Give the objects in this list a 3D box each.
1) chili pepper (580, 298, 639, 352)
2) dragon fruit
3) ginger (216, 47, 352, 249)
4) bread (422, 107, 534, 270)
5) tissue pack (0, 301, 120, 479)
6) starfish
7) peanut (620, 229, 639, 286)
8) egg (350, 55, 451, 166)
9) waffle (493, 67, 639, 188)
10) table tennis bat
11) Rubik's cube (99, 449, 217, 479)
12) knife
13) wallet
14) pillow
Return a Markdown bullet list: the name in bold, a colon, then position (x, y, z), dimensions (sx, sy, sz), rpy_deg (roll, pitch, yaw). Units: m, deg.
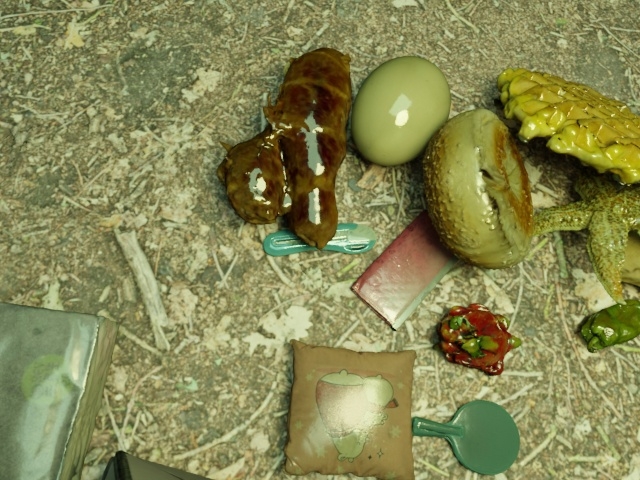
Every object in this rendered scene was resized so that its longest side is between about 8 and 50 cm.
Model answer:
- **chili pepper**: position (0.545, 0.165, 0.937), dimensions (0.203, 0.073, 0.072), rpy_deg (-16, 55, -22)
- **dragon fruit**: position (0.276, 0.181, 0.895), dimensions (0.142, 0.175, 0.138), rpy_deg (-33, 64, 16)
- **ginger**: position (-0.059, -0.202, 0.952), dimensions (0.254, 0.176, 0.419), rpy_deg (13, 75, -4)
- **bread**: position (0.285, -0.092, 0.909), dimensions (0.158, 0.305, 0.306), rpy_deg (-13, 68, 32)
- **tissue pack**: position (-0.558, 0.237, 0.783), dimensions (0.394, 0.124, 0.288), rpy_deg (9, 70, -2)
- **starfish**: position (0.558, -0.046, 0.914), dimensions (0.347, 0.078, 0.358), rpy_deg (-35, 36, -20)
- **peanut**: position (0.711, 0.059, 0.939), dimensions (0.340, 0.174, 0.158), rpy_deg (41, 49, 9)
- **egg**: position (0.156, -0.253, 0.980), dimensions (0.186, 0.186, 0.242), rpy_deg (33, 71, 6)
- **waffle**: position (0.521, -0.216, 0.949), dimensions (0.379, 0.095, 0.382), rpy_deg (18, 35, -9)
- **table tennis bat**: position (0.255, 0.340, 0.872), dimensions (0.201, 0.033, 0.124), rpy_deg (10, 69, -4)
- **Rubik's cube**: position (-0.200, 0.451, 0.642), dimensions (0.259, 0.255, 0.260), rpy_deg (23, 70, -20)
- **knife**: position (0.000, 0.000, 0.962), dimensions (0.221, 0.031, 0.064), rpy_deg (-5, 75, -6)
- **wallet**: position (0.176, 0.052, 0.964), dimensions (0.119, 0.025, 0.232), rpy_deg (43, 73, 9)
- **pillow**: position (0.052, 0.286, 0.843), dimensions (0.236, 0.084, 0.223), rpy_deg (8, 70, -5)
